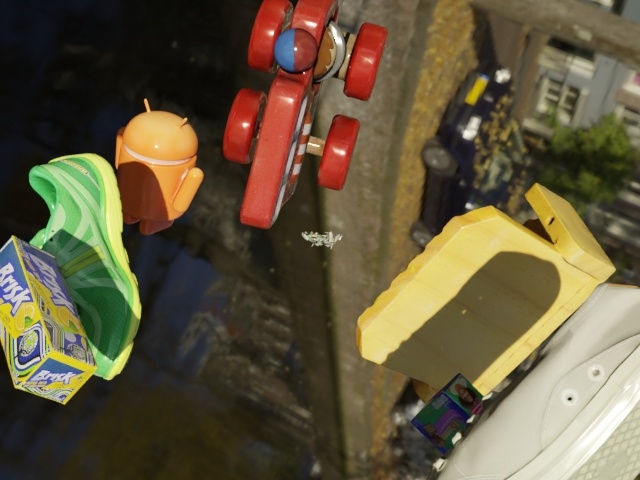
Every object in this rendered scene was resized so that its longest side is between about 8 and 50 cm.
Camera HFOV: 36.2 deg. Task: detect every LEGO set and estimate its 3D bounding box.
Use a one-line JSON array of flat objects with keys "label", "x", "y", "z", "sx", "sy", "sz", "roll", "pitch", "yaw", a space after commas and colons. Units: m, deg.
[{"label": "LEGO set", "x": 0.002, "y": 0.000, "z": 1.313, "sx": 0.083, "sy": 0.054, "sz": 0.023, "roll": 43, "pitch": 51, "yaw": -87}]

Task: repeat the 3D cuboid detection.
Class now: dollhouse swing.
[{"label": "dollhouse swing", "x": 0.219, "y": 0.051, "z": 1.559, "sx": 0.347, "sy": 0.305, "sz": 0.315, "roll": -49, "pitch": -155, "yaw": 20}]

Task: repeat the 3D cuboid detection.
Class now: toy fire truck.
[{"label": "toy fire truck", "x": -0.026, "y": -0.178, "z": 1.213, "sx": 0.254, "sy": 0.169, "sz": 0.302, "roll": -70, "pitch": 177, "yaw": -76}]

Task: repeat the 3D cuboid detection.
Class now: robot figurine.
[{"label": "robot figurine", "x": -0.270, "y": -0.118, "z": 1.619, "sx": 0.158, "sy": 0.128, "sz": 0.219, "roll": -116, "pitch": -146, "yaw": -54}]

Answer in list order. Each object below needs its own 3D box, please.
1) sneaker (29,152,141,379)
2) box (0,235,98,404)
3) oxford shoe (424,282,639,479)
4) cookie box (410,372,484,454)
[{"label": "sneaker", "x": -0.298, "y": 0.034, "z": 1.201, "sx": 0.124, "sy": 0.295, "sz": 0.109, "roll": -5, "pitch": 157, "yaw": -29}, {"label": "box", "x": -0.272, "y": 0.073, "z": 0.939, "sx": 0.054, "sy": 0.169, "sz": 0.059, "roll": -45, "pitch": 137, "yaw": 11}, {"label": "oxford shoe", "x": 0.177, "y": 0.210, "z": 0.893, "sx": 0.449, "sy": 0.130, "sz": 0.169, "roll": -45, "pitch": 138, "yaw": -5}, {"label": "cookie box", "x": 0.168, "y": 0.216, "z": 1.112, "sx": 0.040, "sy": 0.107, "sz": 0.092, "roll": -40, "pitch": 169, "yaw": -37}]
